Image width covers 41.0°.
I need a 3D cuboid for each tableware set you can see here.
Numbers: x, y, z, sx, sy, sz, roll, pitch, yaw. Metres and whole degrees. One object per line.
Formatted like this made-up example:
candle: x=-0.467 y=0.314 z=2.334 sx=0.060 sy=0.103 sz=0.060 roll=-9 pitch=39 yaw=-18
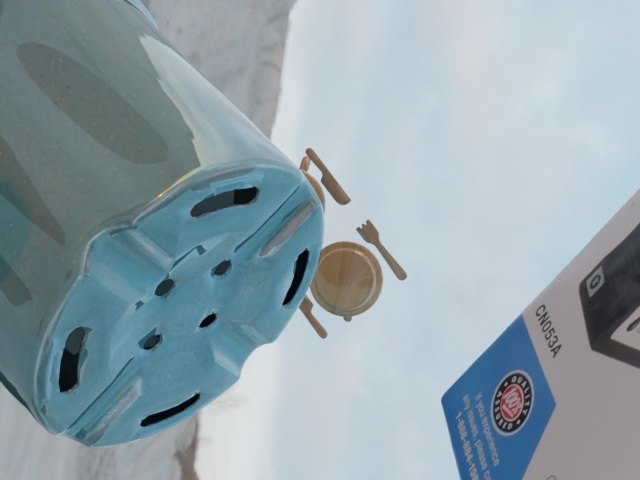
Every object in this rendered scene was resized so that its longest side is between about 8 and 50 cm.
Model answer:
tableware set: x=0.000 y=0.000 z=0.995 sx=0.194 sy=0.128 sz=0.039 roll=54 pitch=13 yaw=4

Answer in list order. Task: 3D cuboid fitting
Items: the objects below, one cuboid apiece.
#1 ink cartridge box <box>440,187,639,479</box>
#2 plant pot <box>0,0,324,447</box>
ink cartridge box: x=0.202 y=0.057 z=0.324 sx=0.307 sy=0.129 sz=0.223 roll=-52 pitch=-161 yaw=24
plant pot: x=-0.195 y=-0.041 z=0.683 sx=0.334 sy=0.341 sz=0.341 roll=39 pitch=-47 yaw=29
